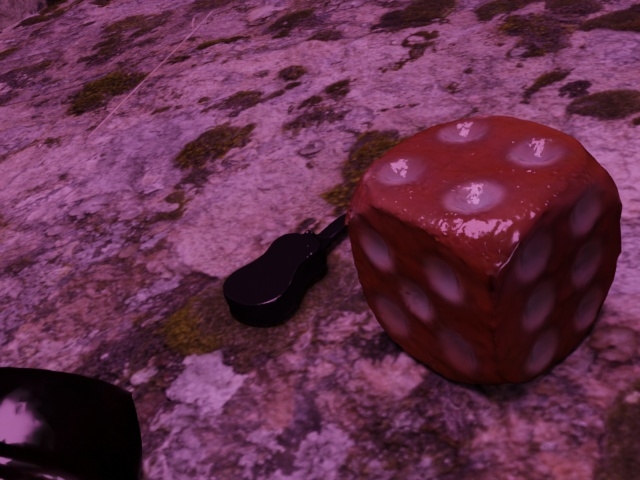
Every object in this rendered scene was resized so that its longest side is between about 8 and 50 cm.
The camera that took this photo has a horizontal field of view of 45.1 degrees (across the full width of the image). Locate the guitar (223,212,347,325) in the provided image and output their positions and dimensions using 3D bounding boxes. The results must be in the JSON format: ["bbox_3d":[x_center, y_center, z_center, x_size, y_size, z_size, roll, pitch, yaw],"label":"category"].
[{"bbox_3d":[0.000,-0.002,0.869,0.083,0.038,0.271,15,44,38],"label":"guitar"}]

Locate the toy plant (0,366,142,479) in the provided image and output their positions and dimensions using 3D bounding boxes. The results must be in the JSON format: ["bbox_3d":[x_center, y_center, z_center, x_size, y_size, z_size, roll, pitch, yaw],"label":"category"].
[{"bbox_3d":[-0.222,0.213,0.535,0.217,0.175,0.235,0,60,14],"label":"toy plant"}]

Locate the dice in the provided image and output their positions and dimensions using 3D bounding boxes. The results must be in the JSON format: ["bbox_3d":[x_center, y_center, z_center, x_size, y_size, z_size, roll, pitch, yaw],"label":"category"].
[{"bbox_3d":[0.142,0.004,0.663,0.174,0.175,0.179,-34,35,-27],"label":"dice"}]
